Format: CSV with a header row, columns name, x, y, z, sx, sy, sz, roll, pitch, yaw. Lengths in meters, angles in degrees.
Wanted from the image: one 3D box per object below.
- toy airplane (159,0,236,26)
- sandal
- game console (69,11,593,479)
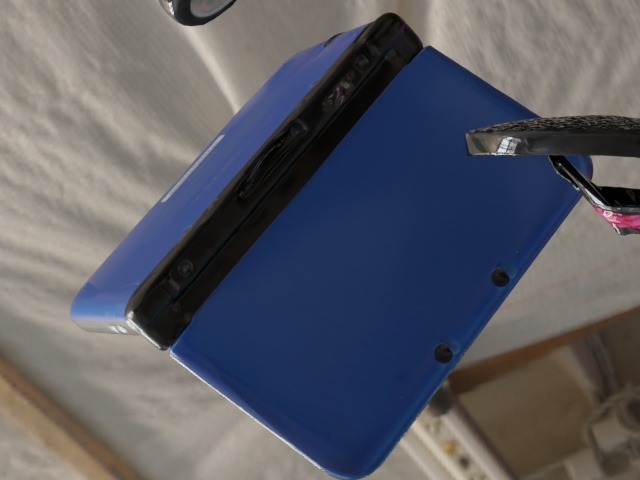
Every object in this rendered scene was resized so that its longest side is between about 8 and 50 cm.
name,x,y,z,sx,sy,sz,roll,pitch,yaw
toy airplane,0.034,-0.317,0.750,0.386,0.384,0.272,11,-32,-6
sandal,0.139,-0.020,0.463,0.179,0.067,0.040,6,-78,9
game console,0.000,0.000,0.938,0.173,0.250,0.293,46,-110,-17
